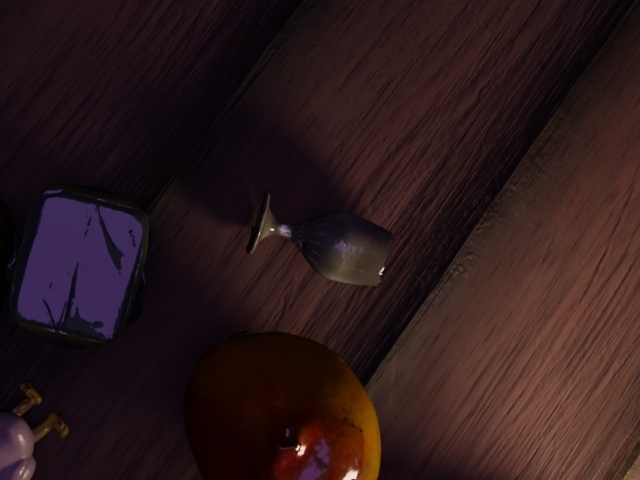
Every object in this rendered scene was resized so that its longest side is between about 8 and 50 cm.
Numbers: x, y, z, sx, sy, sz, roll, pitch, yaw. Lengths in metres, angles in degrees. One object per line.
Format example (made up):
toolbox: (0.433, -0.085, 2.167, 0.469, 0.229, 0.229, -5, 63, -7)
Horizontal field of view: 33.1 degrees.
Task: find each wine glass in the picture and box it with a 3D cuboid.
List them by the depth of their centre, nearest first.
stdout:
wine glass: (0.000, 0.000, 1.885, 0.241, 0.126, 0.126, 15, 85, -8)

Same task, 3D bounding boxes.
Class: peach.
peach: (-0.057, 0.310, 1.737, 0.289, 0.372, 0.373, -19, 90, -21)

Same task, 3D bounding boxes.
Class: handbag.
handbag: (-0.389, 0.044, 1.763, 0.222, 0.241, 0.263, 9, 87, -9)

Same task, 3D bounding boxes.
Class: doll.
doll: (-0.595, 0.394, 1.781, 0.365, 0.094, 0.160, -42, 85, -10)

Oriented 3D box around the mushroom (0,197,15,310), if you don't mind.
mushroom: (-0.628, 0.057, 1.706, 0.259, 0.345, 0.345, 8, 86, -4)
